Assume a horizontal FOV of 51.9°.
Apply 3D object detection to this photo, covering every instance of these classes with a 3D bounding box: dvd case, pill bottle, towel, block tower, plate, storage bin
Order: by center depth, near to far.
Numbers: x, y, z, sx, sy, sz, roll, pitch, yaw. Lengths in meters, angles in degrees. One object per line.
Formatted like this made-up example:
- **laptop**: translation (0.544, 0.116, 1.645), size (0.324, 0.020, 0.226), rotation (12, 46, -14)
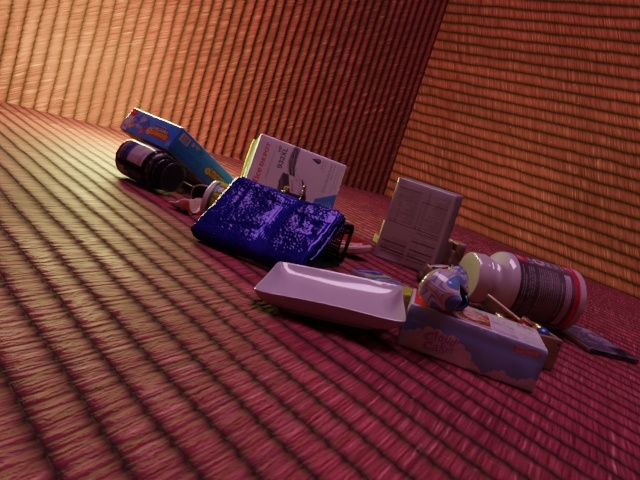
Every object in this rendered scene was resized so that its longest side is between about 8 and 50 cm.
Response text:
- **plate**: translation (0.026, 0.110, 1.290), size (0.277, 0.045, 0.278), rotation (11, 10, 4)
- **towel**: translation (-0.121, -0.043, 1.550), size (0.308, 0.076, 0.228), rotation (18, 45, 20)
- **storage bin**: translation (0.000, 0.000, 1.699), size (0.084, 0.122, 0.180), rotation (23, 11, 27)
- **pill bottle**: translation (-0.206, -0.075, 1.763), size (0.208, 0.118, 0.117), rotation (20, 10, 11)
- **pill bottle**: translation (0.532, 0.129, 1.770), size (0.318, 0.176, 0.176), rotation (13, 10, -16)
- **dvd case**: translation (0.741, 0.274, 1.816), size (0.164, 0.018, 0.221), rotation (15, 10, -17)
- **pill bottle**: translation (-0.522, -0.226, 2.022), size (0.219, 0.123, 0.122), rotation (26, 12, 33)
- **block tower**: translation (0.367, 0.012, 2.392), size (0.335, 0.097, 0.091), rotation (14, 9, -15)

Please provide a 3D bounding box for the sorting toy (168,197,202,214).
- **sorting toy**: translation (-0.380, -0.100, 1.831), size (0.075, 0.045, 0.083), rotation (13, 8, 16)

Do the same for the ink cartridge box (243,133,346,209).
- **ink cartridge box**: translation (-0.099, -0.195, 2.199), size (0.307, 0.223, 0.129), rotation (20, -5, -11)

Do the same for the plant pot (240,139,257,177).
- **plant pot**: translation (-0.161, -0.221, 2.385), size (0.228, 0.227, 0.207), rotation (18, 3, -1)

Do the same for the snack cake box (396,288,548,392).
- **snack cake box**: translation (0.288, 0.187, 1.274), size (0.264, 0.089, 0.152), rotation (19, 11, 8)

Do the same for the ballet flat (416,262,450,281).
- **ballet flat**: translation (0.383, 0.111, 1.934), size (0.206, 0.067, 0.073), rotation (15, 10, -20)

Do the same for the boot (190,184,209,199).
- **boot**: translation (-0.254, -0.120, 2.036), size (0.244, 0.088, 0.176), rotation (17, 7, 18)

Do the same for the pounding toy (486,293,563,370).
- **pounding toy**: translation (0.431, 0.198, 1.434), size (0.130, 0.100, 0.141), rotation (16, 10, -15)

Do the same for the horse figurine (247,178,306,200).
- **horse figurine**: translation (-0.145, -0.083, 1.888), size (0.263, 0.175, 0.066), rotation (4, 29, -2)

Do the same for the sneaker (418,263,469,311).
- **sneaker**: translation (0.247, 0.097, 1.247), size (0.086, 0.085, 0.237), rotation (48, 16, 15)

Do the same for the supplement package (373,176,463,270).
- **supplement package**: translation (0.325, -0.052, 2.155), size (0.198, 0.263, 0.199), rotation (20, 10, 16)

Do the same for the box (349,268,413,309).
- **box**: translation (0.151, 0.113, 1.580), size (0.178, 0.042, 0.109), rotation (27, 13, 41)

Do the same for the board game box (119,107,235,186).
- **board game box**: translation (-0.470, -0.285, 2.194), size (0.302, 0.086, 0.308), rotation (26, -14, 41)

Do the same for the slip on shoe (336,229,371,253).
- **slip on shoe**: translation (0.002, -0.038, 1.986), size (0.331, 0.101, 0.123), rotation (22, 9, 16)
